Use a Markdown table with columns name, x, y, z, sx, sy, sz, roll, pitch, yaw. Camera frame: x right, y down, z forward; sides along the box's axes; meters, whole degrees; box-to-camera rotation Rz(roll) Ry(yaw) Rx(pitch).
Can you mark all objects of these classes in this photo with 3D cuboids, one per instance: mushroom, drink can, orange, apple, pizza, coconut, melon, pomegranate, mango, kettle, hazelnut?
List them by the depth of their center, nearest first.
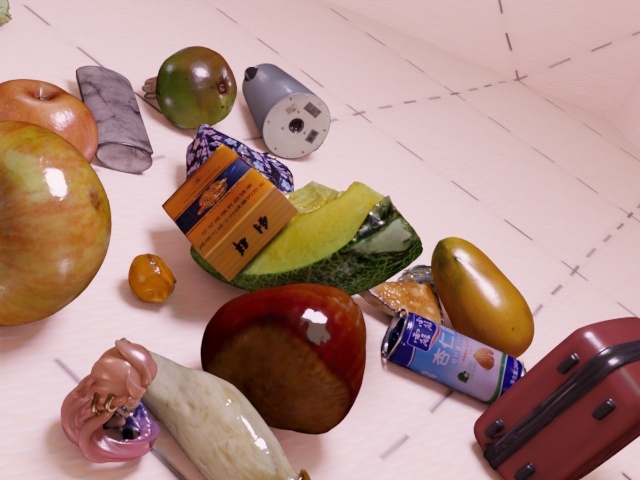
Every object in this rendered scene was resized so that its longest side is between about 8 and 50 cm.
| name | x | y | z | sx | sy | sz | roll | pitch | yaw |
| --- | --- | --- | --- | --- | --- | --- | --- | --- | --- |
| mushroom | -0.140 | 0.227 | 1.108 | 0.333 | 0.107 | 0.087 | 44 | -4 | 28 |
| apple | -0.397 | -0.025 | 1.139 | 0.264 | 0.264 | 0.264 | 23 | 28 | -13 |
| hazelnut | -0.049 | 0.150 | 1.215 | 0.230 | 0.229 | 0.229 | 23 | 28 | -13 |
| orange | -0.258 | 0.057 | 1.329 | 0.086 | 0.062 | 0.086 | 61 | 0 | 1 |
| melon | 0.000 | 0.000 | 1.384 | 0.331 | 0.226 | 0.343 | 4 | 13 | -26 |
| apple | -0.460 | -0.178 | 1.425 | 0.201 | 0.162 | 0.201 | 23 | 30 | -14 |
| drink can | 0.228 | 0.204 | 1.509 | 0.235 | 0.097 | 0.097 | 25 | 28 | -10 |
| pizza | 0.140 | 0.119 | 1.616 | 0.195 | 0.052 | 0.185 | 26 | 33 | -17 |
| mango | 0.300 | 0.112 | 1.653 | 0.139 | 0.175 | 0.254 | -27 | 67 | -7 |
| coconut | -0.706 | -0.498 | 1.845 | 0.133 | 0.055 | 0.158 | 18 | 28 | -19 |
| pomegranate | -0.283 | -0.319 | 1.856 | 0.210 | 0.179 | 0.180 | 1 | 14 | 29 |
| kettle | -0.074 | -0.300 | 2.038 | 0.211 | 0.160 | 0.243 | 33 | 15 | -36 |

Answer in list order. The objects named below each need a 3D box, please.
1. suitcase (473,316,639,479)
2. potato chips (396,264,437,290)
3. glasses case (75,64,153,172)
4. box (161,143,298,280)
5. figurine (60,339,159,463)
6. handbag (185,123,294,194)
| name | x | y | z | sx | sy | sz | roll | pitch | yaw |
| --- | --- | --- | --- | --- | --- | --- | --- | --- | --- |
| suitcase | 0.406 | 0.260 | 1.370 | 0.236 | 0.297 | 0.161 | -4 | 50 | -46 |
| potato chips | 0.222 | 0.082 | 1.783 | 0.208 | 0.028 | 0.092 | 10 | 32 | -36 |
| glasses case | -0.402 | -0.239 | 1.693 | 0.114 | 0.060 | 0.299 | 11 | 32 | -31 |
| box | -0.148 | -0.051 | 1.385 | 0.070 | 0.152 | 0.237 | 45 | -3 | -31 |
| figurine | -0.249 | 0.189 | 1.041 | 0.114 | 0.157 | 0.126 | 0 | 39 | -9 |
| handbag | -0.150 | -0.112 | 1.648 | 0.208 | 0.126 | 0.228 | 23 | 27 | -26 |
